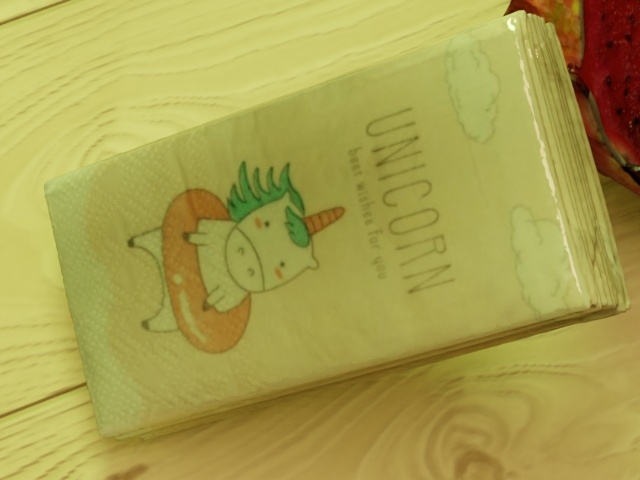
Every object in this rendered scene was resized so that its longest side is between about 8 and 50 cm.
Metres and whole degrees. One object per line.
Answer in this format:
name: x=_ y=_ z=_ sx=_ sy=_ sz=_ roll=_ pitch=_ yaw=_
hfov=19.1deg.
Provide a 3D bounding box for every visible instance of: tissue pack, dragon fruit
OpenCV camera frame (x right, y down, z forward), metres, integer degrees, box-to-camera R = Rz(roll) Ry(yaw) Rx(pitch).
tissue pack: x=0.000 y=0.000 z=1.090 sx=0.325 sy=0.071 sz=0.170 roll=-17 pitch=80 yaw=29
dragon fruit: x=0.177 y=-0.098 z=1.163 sx=0.126 sy=0.274 sz=0.161 roll=1 pitch=77 yaw=43
